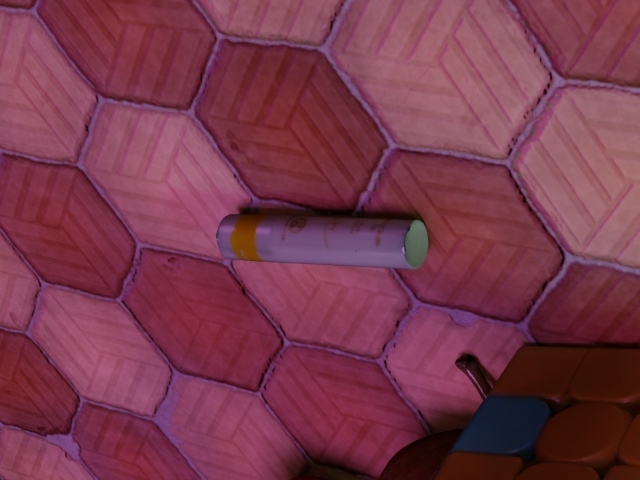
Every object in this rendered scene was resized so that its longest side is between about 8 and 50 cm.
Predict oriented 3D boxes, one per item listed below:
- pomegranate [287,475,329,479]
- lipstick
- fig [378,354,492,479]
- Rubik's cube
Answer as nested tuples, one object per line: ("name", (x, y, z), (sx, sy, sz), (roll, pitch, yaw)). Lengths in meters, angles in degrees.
("pomegranate", (-0.017, 0.428, 1.993), (0.210, 0.210, 0.235), (19, 132, 21))
("lipstick", (0.000, 0.000, 1.725), (0.264, 0.059, 0.059), (3, 127, 34))
("fig", (0.188, 0.295, 1.777), (0.186, 0.203, 0.249), (26, 108, -32))
("Rubik's cube", (0.318, 0.310, 1.590), (0.292, 0.291, 0.290), (-2, 124, 37))
